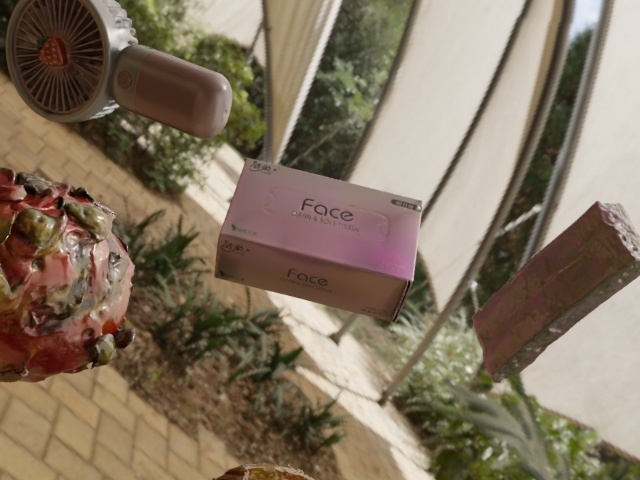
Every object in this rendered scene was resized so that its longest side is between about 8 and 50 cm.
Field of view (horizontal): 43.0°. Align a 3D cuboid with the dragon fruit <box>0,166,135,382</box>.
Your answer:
[{"bbox_3d":[-0.444,0.041,1.109,0.263,0.314,0.296,62,25,-69],"label":"dragon fruit"}]

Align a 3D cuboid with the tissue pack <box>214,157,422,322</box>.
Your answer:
[{"bbox_3d":[0.000,0.000,1.049,0.246,0.093,0.149,14,48,-2],"label":"tissue pack"}]

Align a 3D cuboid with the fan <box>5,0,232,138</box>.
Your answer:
[{"bbox_3d":[-0.189,-0.159,0.761,0.244,0.130,0.074,22,19,21],"label":"fan"}]

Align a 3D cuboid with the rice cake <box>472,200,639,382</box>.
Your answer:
[{"bbox_3d":[0.297,0.069,1.043,0.050,0.298,0.106,8,50,-25],"label":"rice cake"}]

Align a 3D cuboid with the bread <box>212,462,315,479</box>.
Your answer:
[{"bbox_3d":[-0.085,0.379,0.865,0.204,0.288,0.156,18,-40,4],"label":"bread"}]
